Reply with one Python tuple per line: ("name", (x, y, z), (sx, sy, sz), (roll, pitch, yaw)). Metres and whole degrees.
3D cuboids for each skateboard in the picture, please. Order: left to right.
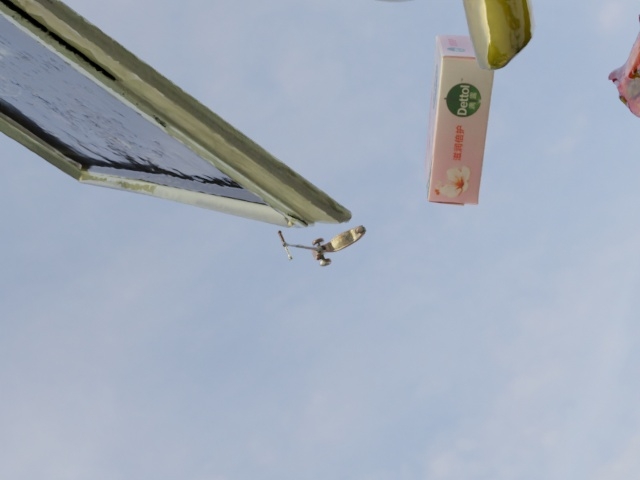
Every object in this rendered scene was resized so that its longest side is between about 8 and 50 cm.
("skateboard", (0.000, 0.000, 0.985), (0.063, 0.032, 0.083), (-29, -18, 29))

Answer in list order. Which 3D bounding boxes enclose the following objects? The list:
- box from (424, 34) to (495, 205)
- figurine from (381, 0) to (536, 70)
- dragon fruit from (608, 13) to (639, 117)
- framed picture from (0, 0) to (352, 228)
("box", (0.114, -0.102, 0.848), (0.043, 0.089, 0.125), (4, -69, 2))
("figurine", (0.019, -0.239, 0.659), (0.218, 0.327, 0.169), (25, -77, -18))
("dragon fruit", (0.240, -0.120, 0.544), (0.153, 0.153, 0.111), (-15, -59, -19))
("framed picture", (-0.146, -0.074, 0.446), (0.232, 0.296, 0.019), (35, -102, -28))
